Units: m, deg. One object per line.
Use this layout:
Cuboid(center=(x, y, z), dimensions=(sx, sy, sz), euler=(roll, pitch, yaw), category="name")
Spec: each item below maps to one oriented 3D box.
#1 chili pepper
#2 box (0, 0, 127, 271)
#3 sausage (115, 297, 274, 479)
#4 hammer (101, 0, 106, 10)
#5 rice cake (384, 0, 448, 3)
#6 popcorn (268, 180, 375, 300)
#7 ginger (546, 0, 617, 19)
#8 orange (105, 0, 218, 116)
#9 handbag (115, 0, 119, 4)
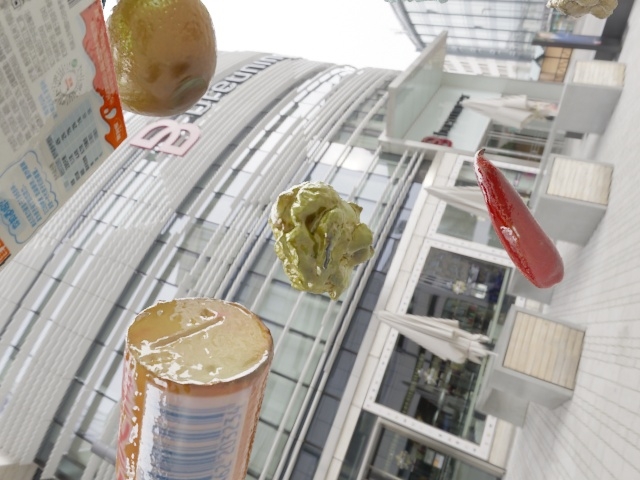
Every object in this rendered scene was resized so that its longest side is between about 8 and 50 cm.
Cuboid(center=(0.432, -0.021, 0.933), dimensions=(0.368, 0.091, 0.137), euler=(58, -144, -14), category="chili pepper")
Cuboid(center=(-0.277, -0.107, 0.376), dimensions=(0.273, 0.048, 0.265), euler=(116, 178, -56), category="box")
Cuboid(center=(-0.213, 0.275, 0.738), dimensions=(0.233, 0.233, 0.287), euler=(-32, -41, -59), category="sausage")
Cuboid(center=(-0.505, -0.625, 1.023), dimensions=(0.116, 0.069, 0.194), euler=(-76, 11, -67), category="hammer")
Cuboid(center=(0.175, -0.490, 0.828), dimensions=(0.066, 0.063, 0.336), euler=(53, -171, -28), category="rice cake")
Cuboid(center=(0.000, 0.000, 1.018), dimensions=(0.252, 0.215, 0.286), euler=(-41, -47, -34), category="popcorn")
Cuboid(center=(0.623, -0.558, 1.031), dimensions=(0.258, 0.149, 0.065), euler=(1, -65, -30), category="ginger")
Cuboid(center=(-0.371, -0.406, 1.017), dimensions=(0.262, 0.334, 0.196), euler=(-14, -102, -43), category="orange")
Cuboid(center=(-0.612, -0.857, 1.439), dimensions=(0.126, 0.208, 0.229), euler=(5, -48, -30), category="handbag")
